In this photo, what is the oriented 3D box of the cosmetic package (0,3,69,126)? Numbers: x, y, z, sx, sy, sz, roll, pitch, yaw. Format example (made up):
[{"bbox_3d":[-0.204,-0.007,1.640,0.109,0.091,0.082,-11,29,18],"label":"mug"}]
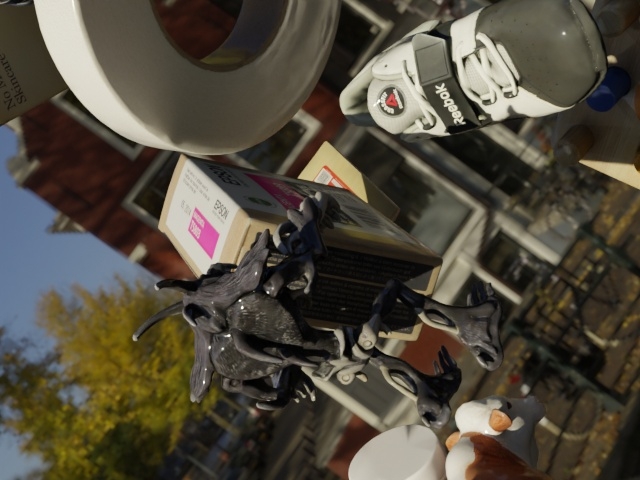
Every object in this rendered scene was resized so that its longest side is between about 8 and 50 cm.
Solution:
[{"bbox_3d":[-0.452,-0.238,1.350,0.113,0.160,0.309,1,32,43],"label":"cosmetic package"}]

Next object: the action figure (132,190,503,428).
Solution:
[{"bbox_3d":[-0.006,0.060,0.785,0.141,0.276,0.164,-113,43,-59],"label":"action figure"}]

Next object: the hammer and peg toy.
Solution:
[{"bbox_3d":[0.419,-0.208,1.159,0.127,0.266,0.361,-41,-30,-42],"label":"hammer and peg toy"}]

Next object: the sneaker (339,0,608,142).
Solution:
[{"bbox_3d":[0.128,-0.146,0.951,0.146,0.122,0.330,-32,12,-20],"label":"sneaker"}]

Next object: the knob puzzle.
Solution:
[{"bbox_3d":[0.000,0.000,1.228,0.213,0.030,0.213,-20,58,36],"label":"knob puzzle"}]

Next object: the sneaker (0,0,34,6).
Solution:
[{"bbox_3d":[-0.427,-0.398,1.197,0.099,0.282,0.153,-31,3,9],"label":"sneaker"}]

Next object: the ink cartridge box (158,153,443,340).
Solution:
[{"bbox_3d":[-0.026,0.001,0.948,0.235,0.193,0.088,41,116,61],"label":"ink cartridge box"}]

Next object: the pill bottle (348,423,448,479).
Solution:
[{"bbox_3d":[0.113,0.287,0.963,0.121,0.216,0.121,-24,20,10],"label":"pill bottle"}]

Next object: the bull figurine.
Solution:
[{"bbox_3d":[0.166,0.249,0.791,0.101,0.188,0.310,-55,1,30],"label":"bull figurine"}]

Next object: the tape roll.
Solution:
[{"bbox_3d":[-0.124,-0.286,1.069,0.072,0.392,0.392,11,54,41],"label":"tape roll"}]
